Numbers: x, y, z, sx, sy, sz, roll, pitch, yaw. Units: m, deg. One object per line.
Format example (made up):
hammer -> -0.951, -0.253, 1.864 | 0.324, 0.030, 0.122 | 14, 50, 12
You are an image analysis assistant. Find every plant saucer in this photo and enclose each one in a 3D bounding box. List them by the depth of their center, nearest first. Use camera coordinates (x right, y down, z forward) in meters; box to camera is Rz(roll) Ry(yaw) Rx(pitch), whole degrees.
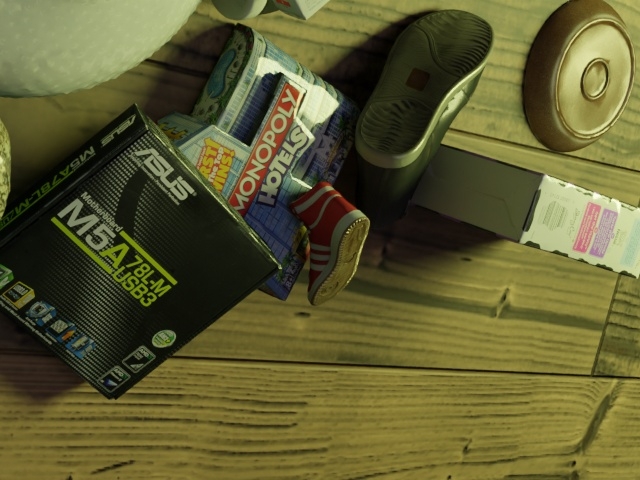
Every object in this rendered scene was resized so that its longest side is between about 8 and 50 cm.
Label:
plant saucer -> 0.285, -0.174, 1.385 | 0.168, 0.029, 0.168 | -15, 114, -37

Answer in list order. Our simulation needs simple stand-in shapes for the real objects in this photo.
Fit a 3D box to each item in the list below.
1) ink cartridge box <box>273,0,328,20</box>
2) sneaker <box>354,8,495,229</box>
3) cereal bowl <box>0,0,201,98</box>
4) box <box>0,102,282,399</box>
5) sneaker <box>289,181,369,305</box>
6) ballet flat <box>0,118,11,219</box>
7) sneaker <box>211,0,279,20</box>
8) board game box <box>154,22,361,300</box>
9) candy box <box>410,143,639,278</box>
ink cartridge box -> -0.005, -0.277, 0.967 | 0.145, 0.045, 0.179 | -43, 130, -16
sneaker -> 0.088, -0.118, 1.218 | 0.222, 0.083, 0.118 | -53, 164, -34
cereal bowl -> -0.186, -0.258, 0.883 | 0.339, 0.141, 0.339 | -14, 113, -35
box -> -0.155, 0.015, 1.025 | 0.184, 0.045, 0.190 | -36, 130, 5
sneaker -> 0.000, 0.000, 1.121 | 0.042, 0.067, 0.118 | -24, 150, -36
ballet flat -> -0.337, 0.117, 0.844 | 0.182, 0.164, 0.482 | -19, 128, -78
sneaker -> -0.009, -0.328, 1.039 | 0.147, 0.104, 0.295 | -13, 119, -39
board game box -> -0.066, -0.074, 1.101 | 0.194, 0.060, 0.194 | 30, 85, -43
candy box -> 0.206, -0.032, 1.275 | 0.196, 0.165, 0.070 | 14, 96, -42
